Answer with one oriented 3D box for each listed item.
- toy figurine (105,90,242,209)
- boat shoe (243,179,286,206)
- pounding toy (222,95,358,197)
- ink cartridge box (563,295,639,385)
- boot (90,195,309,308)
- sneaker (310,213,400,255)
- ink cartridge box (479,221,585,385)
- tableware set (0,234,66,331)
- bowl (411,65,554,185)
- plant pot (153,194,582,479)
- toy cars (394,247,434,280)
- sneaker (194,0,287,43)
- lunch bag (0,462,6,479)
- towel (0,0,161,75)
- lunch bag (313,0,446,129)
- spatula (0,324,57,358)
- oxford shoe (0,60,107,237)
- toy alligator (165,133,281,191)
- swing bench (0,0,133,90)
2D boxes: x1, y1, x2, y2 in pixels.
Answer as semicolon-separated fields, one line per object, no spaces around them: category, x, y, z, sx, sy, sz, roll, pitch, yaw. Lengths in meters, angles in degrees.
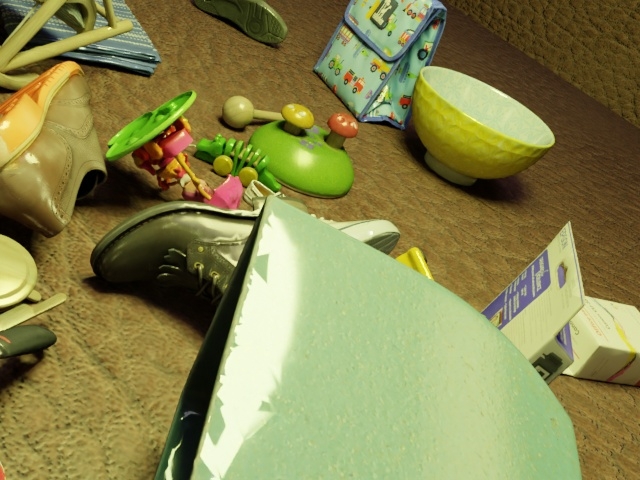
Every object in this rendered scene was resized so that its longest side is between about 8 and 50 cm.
toy figurine;-0.171;-0.080;0.905;0.130;0.173;0.159;-47;116;-23
boat shoe;-0.062;-0.050;1.016;0.100;0.035;0.035;37;30;18
pounding toy;-0.029;-0.180;1.176;0.183;0.110;0.237;-7;44;-46
ink cartridge box;0.399;0.141;1.056;0.198;0.067;0.115;11;33;-26
boot;-0.085;0.070;0.733;0.263;0.091;0.228;-11;58;-14
sneaker;0.000;0.000;0.926;0.258;0.094;0.091;-10;50;-47
ink cartridge box;0.240;0.101;0.844;0.045;0.208;0.206;34;29;-3
tableware set;-0.337;0.052;0.627;0.128;0.039;0.194;46;38;9
bowl;0.288;-0.201;1.422;0.290;0.156;0.289;21;29;-12
plant pot;0.026;0.169;0.472;0.252;0.247;0.247;20;41;-10
toy cars;0.106;0.111;0.739;0.393;0.087;0.176;-92;158;-80
sneaker;-0.158;-0.523;1.644;0.228;0.087;0.130;27;35;12
lunch bag;-0.331;0.158;0.375;0.293;0.120;0.258;21;29;-9
towel;-0.435;-0.390;1.267;0.243;0.040;0.336;2;36;-33
lunch bag;0.141;-0.416;1.504;0.138;0.293;0.221;4;36;-36
spatula;-0.243;0.088;0.510;0.084;0.030;0.296;23;3;-1
oxford shoe;-0.320;-0.110;0.856;0.132;0.130;0.363;52;12;-24
toy alligator;-0.139;-0.130;1.064;0.190;0.051;0.056;25;29;-3
swing bench;-0.454;-0.356;1.031;0.253;0.165;0.255;38;64;16
